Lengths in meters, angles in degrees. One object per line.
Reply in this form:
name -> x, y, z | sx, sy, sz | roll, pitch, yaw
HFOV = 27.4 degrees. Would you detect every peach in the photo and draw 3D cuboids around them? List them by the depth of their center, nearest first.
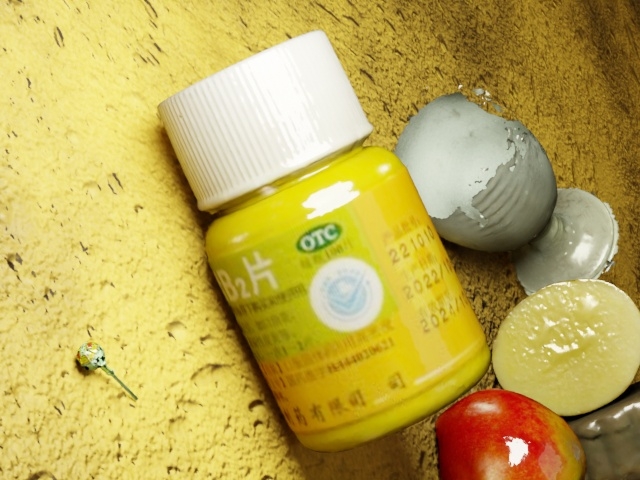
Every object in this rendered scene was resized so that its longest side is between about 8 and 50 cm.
peach -> 0.221, 0.280, 1.583 | 0.190, 0.192, 0.190 | -31, 133, -41

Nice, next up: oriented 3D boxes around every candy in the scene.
candy -> -0.188, 0.121, 1.175 | 0.023, 0.025, 0.083 | -44, 125, -10

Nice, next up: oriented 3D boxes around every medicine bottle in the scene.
medicine bottle -> 0.000, 0.000, 1.325 | 0.224, 0.224, 0.384 | -32, 99, -57

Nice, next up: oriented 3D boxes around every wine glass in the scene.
wine glass -> 0.247, -0.054, 1.755 | 0.357, 0.190, 0.190 | 35, 45, -46

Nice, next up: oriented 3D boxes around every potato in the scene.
potato -> 0.344, 0.146, 1.792 | 0.178, 0.203, 0.158 | 44, 7, 13

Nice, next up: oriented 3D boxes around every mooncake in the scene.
mooncake -> 0.421, 0.265, 1.775 | 0.228, 0.228, 0.124 | -16, 83, -57
